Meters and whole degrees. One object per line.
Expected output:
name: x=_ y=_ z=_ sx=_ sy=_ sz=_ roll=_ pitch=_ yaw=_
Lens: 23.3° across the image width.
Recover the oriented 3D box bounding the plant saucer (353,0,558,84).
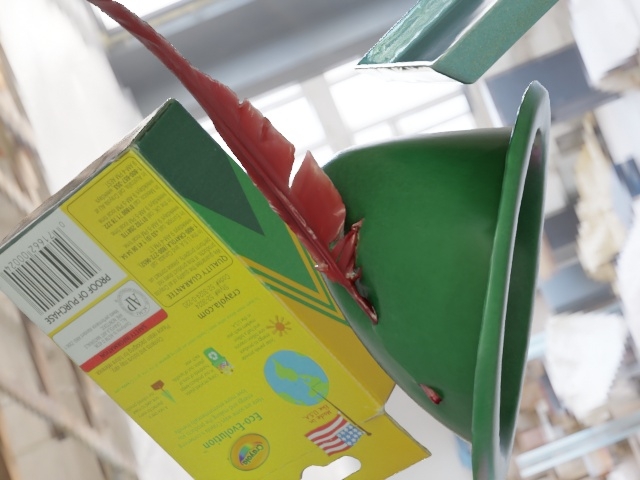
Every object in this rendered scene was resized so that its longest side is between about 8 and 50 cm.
plant saucer: x=0.053 y=-0.083 z=0.583 sx=0.018 sy=0.067 sz=0.192 roll=45 pitch=180 yaw=-8

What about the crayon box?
crayon box: x=-0.078 y=0.071 z=1.177 sx=0.318 sy=0.202 sz=0.081 roll=48 pitch=-142 yaw=-12

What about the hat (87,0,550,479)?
hat: x=0.000 y=0.000 z=0.681 sx=0.173 sy=0.183 sz=0.208 roll=-38 pitch=-47 yaw=-74
